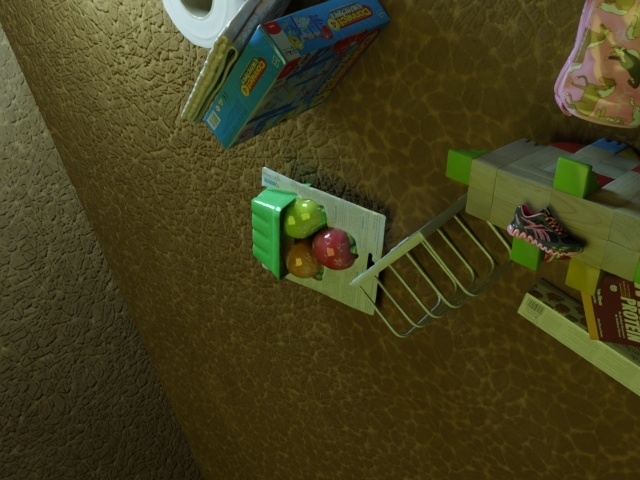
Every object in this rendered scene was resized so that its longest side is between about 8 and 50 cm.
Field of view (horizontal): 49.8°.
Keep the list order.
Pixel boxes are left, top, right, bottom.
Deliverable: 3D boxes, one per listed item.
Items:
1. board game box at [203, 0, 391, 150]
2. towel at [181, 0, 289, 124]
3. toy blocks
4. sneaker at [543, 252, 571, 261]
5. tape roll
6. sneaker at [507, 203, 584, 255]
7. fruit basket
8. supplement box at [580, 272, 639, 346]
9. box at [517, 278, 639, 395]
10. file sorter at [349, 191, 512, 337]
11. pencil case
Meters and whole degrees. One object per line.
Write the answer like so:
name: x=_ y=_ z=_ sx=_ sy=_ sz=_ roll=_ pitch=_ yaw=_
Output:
board game box: x=-0.051 y=-0.344 z=1.391 sx=0.086 sy=0.302 sz=0.308 roll=54 pitch=144 yaw=4
towel: x=-0.154 y=-0.418 z=1.428 sx=0.053 sy=0.317 sz=0.332 roll=36 pitch=152 yaw=-10
toy blocks: x=0.430 y=-0.077 z=1.098 sx=0.381 sy=0.261 sz=0.190 roll=28 pitch=130 yaw=39
sneaker: x=0.438 y=-0.002 z=1.249 sx=0.128 sy=0.221 sz=0.087 roll=4 pitch=105 yaw=-1
tape roll: x=-0.259 y=-0.601 z=1.606 sx=0.286 sy=0.100 sz=0.286 roll=28 pitch=134 yaw=34
sneaker: x=0.330 y=-0.018 z=1.004 sx=0.119 sy=0.047 sz=0.057 roll=29 pitch=119 yaw=38
fruit basket: x=0.000 y=0.000 z=1.747 sx=0.353 sy=0.165 sz=0.327 roll=18 pitch=131 yaw=20
supplement box: x=0.553 y=0.070 z=1.103 sx=0.191 sy=0.194 sz=0.129 roll=4 pitch=118 yaw=47
box: x=0.536 y=0.195 z=1.323 sx=0.324 sy=0.063 sz=0.067 roll=36 pitch=140 yaw=26
file sorter: x=0.238 y=0.060 z=1.456 sx=0.173 sy=0.193 sz=0.278 roll=51 pitch=143 yaw=4
pencil case: x=0.447 y=-0.343 z=0.951 sx=0.167 sy=0.160 sz=0.386 roll=31 pitch=137 yaw=30
